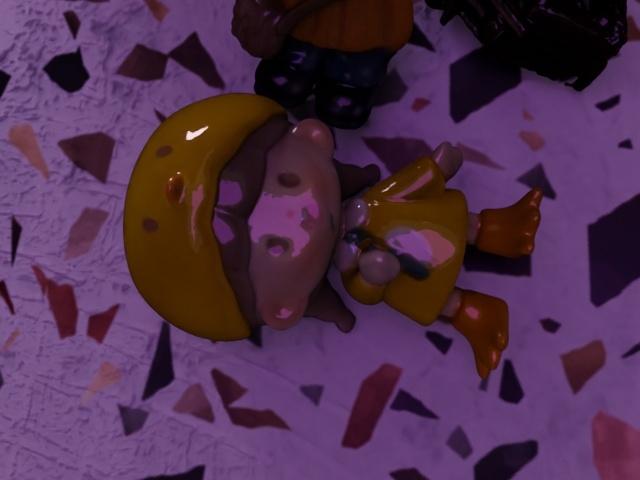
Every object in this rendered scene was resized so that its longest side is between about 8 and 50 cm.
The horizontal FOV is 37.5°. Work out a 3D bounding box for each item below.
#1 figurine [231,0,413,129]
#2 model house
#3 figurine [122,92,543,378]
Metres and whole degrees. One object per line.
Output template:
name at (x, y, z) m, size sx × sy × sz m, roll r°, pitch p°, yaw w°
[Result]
figurine at (0.024, -0.275, 0.799) m, size 0.185 × 0.332 × 0.204 m, roll 18°, pitch 53°, yaw 10°
model house at (0.199, -0.230, 0.807) m, size 0.141 × 0.203 × 0.164 m, roll -22°, pitch 68°, yaw -17°
figurine at (0.000, 0.000, 0.808) m, size 0.344 × 0.187 × 0.215 m, roll 15°, pitch 75°, yaw 5°
